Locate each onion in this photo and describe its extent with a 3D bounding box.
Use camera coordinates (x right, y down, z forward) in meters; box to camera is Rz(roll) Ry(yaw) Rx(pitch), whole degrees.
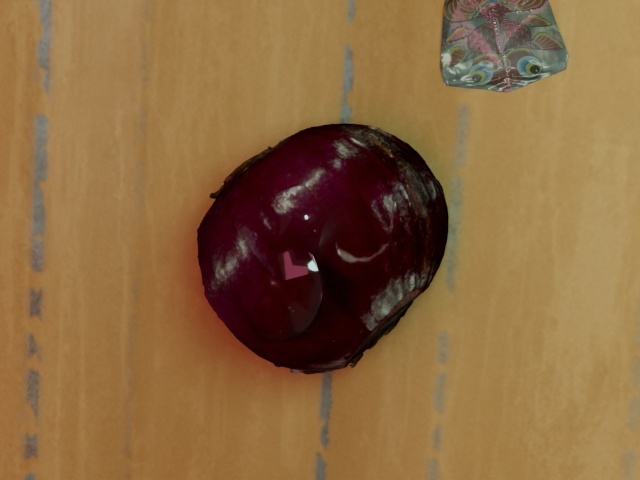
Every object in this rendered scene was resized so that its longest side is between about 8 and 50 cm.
[{"bbox_3d":[0.003,-0.003,1.826,0.207,0.206,0.216,-42,83,26],"label":"onion"}]

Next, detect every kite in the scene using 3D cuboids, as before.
[{"bbox_3d":[0.149,-0.249,1.812,0.127,0.016,0.229,-11,96,24],"label":"kite"}]
